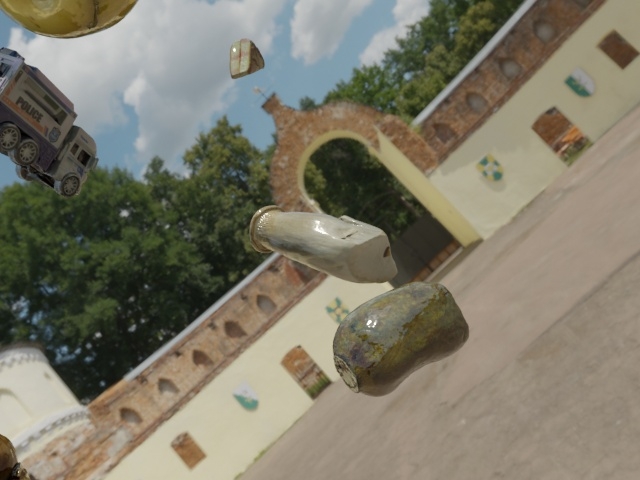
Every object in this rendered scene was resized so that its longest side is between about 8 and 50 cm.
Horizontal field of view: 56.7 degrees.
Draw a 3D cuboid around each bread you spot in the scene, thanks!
[{"bbox_3d":[-0.130,-0.319,1.033,0.043,0.062,0.109,-8,19,14],"label":"bread"}]

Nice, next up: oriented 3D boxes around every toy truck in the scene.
[{"bbox_3d":[-0.502,-0.196,1.034,0.155,0.124,0.268,-65,-18,-14],"label":"toy truck"}]

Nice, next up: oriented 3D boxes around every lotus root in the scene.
[{"bbox_3d":[0.186,0.252,1.509,0.346,0.250,0.250,-27,-15,-32],"label":"lotus root"}]

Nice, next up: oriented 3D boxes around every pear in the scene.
[{"bbox_3d":[-0.426,-0.484,0.961,0.309,0.309,0.309,-42,-7,-6],"label":"pear"}]

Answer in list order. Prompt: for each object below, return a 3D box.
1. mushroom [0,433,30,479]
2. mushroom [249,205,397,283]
[{"bbox_3d":[-0.651,0.433,1.062,0.263,0.283,0.195,-61,9,23],"label":"mushroom"},{"bbox_3d":[-0.001,0.002,0.932,0.108,0.246,0.096,-15,-64,-61],"label":"mushroom"}]
